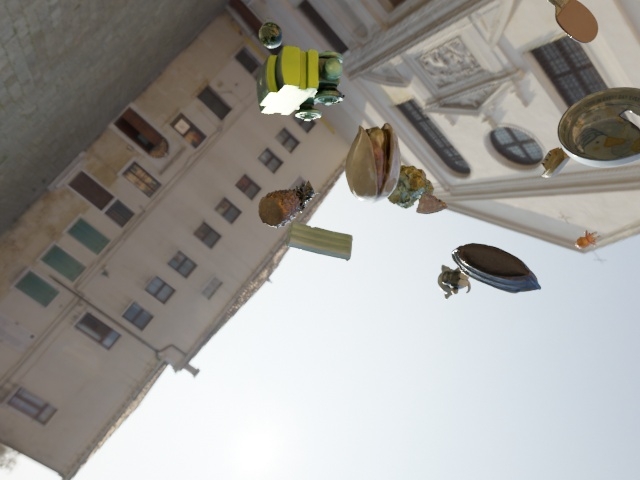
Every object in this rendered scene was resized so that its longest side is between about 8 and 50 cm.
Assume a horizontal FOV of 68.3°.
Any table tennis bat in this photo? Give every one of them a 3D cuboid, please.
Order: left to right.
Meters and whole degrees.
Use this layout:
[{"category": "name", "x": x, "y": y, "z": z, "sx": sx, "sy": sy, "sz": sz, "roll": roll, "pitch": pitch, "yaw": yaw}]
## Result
[{"category": "table tennis bat", "x": 0.874, "y": -0.809, "z": 1.672, "sx": 0.154, "sy": 0.274, "sz": 0.021, "roll": -51, "pitch": -177, "yaw": -18}]

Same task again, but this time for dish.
[{"category": "dish", "x": 0.854, "y": -0.304, "z": 1.384, "sx": 0.273, "sy": 0.134, "sz": 0.274, "roll": -17, "pitch": -128, "yaw": 24}]

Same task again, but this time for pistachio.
[{"category": "pistachio", "x": 0.126, "y": -0.178, "z": 1.118, "sx": 0.215, "sy": 0.143, "sz": 0.144, "roll": 87, "pitch": 27, "yaw": -53}]

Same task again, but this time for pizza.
[{"category": "pizza", "x": 0.287, "y": -0.104, "z": 1.233, "sx": 0.083, "sy": 0.078, "sz": 0.025, "roll": -6, "pitch": -141, "yaw": 20}]

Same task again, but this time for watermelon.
[{"category": "watermelon", "x": -0.203, "y": -0.829, "z": 1.896, "sx": 0.109, "sy": 0.109, "sz": 0.109, "roll": -40, "pitch": -159, "yaw": 19}]

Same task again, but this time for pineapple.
[{"category": "pineapple", "x": -0.130, "y": -0.174, "z": 2.116, "sx": 0.169, "sy": 0.169, "sz": 0.340, "roll": -32, "pitch": -178, "yaw": 37}]

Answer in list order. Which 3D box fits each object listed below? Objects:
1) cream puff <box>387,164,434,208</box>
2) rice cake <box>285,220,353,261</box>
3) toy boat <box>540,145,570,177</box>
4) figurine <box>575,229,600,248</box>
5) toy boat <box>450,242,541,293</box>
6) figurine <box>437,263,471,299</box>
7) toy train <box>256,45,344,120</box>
[{"category": "cream puff", "x": 0.285, "y": -0.174, "z": 1.511, "sx": 0.156, "sy": 0.156, "sz": 0.121, "roll": -34, "pitch": -124, "yaw": 33}, {"category": "rice cake", "x": 0.000, "y": 0.000, "z": 1.646, "sx": 0.127, "sy": 0.237, "sz": 0.043, "roll": -85, "pitch": -167, "yaw": -49}, {"category": "toy boat", "x": 0.942, "y": -0.326, "z": 1.889, "sx": 0.057, "sy": 0.077, "sz": 0.200, "roll": -21, "pitch": 157, "yaw": -8}, {"category": "figurine", "x": 0.924, "y": -0.006, "z": 1.622, "sx": 0.109, "sy": 0.064, "sz": 0.047, "roll": -22, "pitch": 165, "yaw": -24}, {"category": "toy boat", "x": 0.578, "y": 0.095, "z": 1.571, "sx": 0.309, "sy": 0.142, "sz": 0.129, "roll": 24, "pitch": -106, "yaw": 30}, {"category": "figurine", "x": 0.528, "y": 0.162, "z": 1.883, "sx": 0.192, "sy": 0.126, "sz": 0.147, "roll": 150, "pitch": -55, "yaw": -73}, {"category": "toy train", "x": -0.086, "y": -0.558, "z": 1.700, "sx": 0.442, "sy": 0.272, "sz": 0.179, "roll": -179, "pitch": -90, "yaw": -71}]
